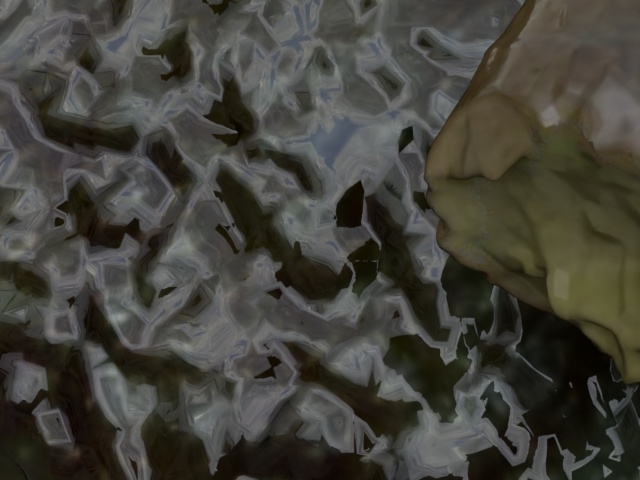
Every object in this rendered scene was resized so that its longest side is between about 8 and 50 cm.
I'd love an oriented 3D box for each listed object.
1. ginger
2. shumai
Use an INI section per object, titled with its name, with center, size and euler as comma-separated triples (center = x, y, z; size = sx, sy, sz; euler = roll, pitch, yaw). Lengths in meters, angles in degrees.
[ginger]
center = 0.166, -0.035, 0.511
size = 0.130, 0.275, 0.221
euler = 72, 5, -65
[shumai]
center = 0.000, 0.000, 0.761
size = 0.395, 0.395, 0.348
euler = 50, -12, 15
